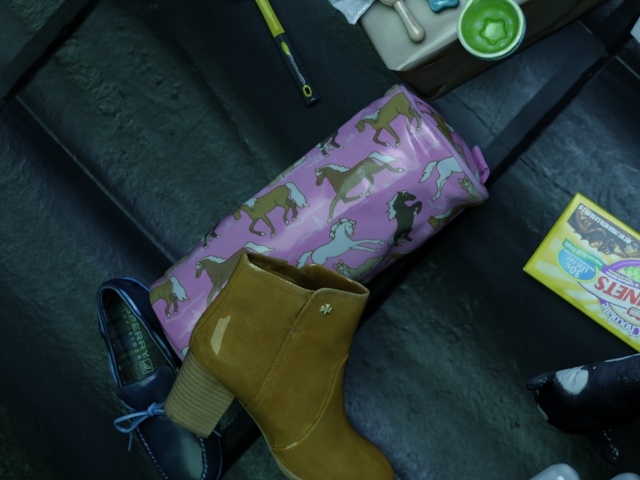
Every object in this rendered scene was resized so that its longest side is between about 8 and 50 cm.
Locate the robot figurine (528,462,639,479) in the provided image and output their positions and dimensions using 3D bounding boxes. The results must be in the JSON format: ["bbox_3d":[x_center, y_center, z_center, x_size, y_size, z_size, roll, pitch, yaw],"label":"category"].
[{"bbox_3d":[0.279,0.372,1.785,0.353,0.200,0.300,-37,79,8],"label":"robot figurine"}]

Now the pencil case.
[{"bbox_3d":[0.000,0.000,1.924,0.386,0.167,0.160,-40,78,7],"label":"pencil case"}]

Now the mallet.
[{"bbox_3d":[-0.042,-0.244,2.038,0.062,0.039,0.190,-35,80,7],"label":"mallet"}]

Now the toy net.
[{"bbox_3d":[0.107,-0.260,1.816,0.232,0.045,0.122,17,89,17],"label":"toy net"}]

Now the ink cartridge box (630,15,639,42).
[{"bbox_3d":[0.513,-0.176,1.729,0.160,0.279,0.385,-32,73,-24],"label":"ink cartridge box"}]

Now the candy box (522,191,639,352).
[{"bbox_3d":[0.327,0.048,1.900,0.206,0.027,0.105,36,95,16],"label":"candy box"}]

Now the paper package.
[{"bbox_3d":[0.146,-0.366,1.929,0.309,0.168,0.325,-30,76,11],"label":"paper package"}]

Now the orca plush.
[{"bbox_3d":[0.307,0.169,1.780,0.287,0.151,0.102,-19,77,52],"label":"orca plush"}]

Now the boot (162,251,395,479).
[{"bbox_3d":[0.002,0.140,1.855,0.295,0.104,0.211,24,110,-25],"label":"boot"}]

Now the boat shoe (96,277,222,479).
[{"bbox_3d":[-0.198,0.166,2.001,0.109,0.089,0.258,-33,76,10],"label":"boat shoe"}]
